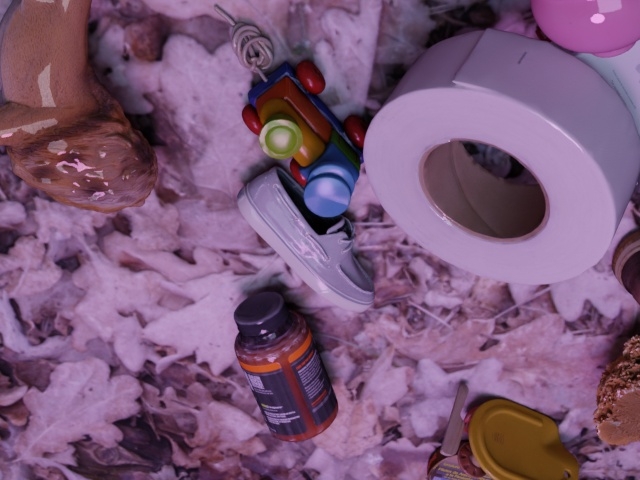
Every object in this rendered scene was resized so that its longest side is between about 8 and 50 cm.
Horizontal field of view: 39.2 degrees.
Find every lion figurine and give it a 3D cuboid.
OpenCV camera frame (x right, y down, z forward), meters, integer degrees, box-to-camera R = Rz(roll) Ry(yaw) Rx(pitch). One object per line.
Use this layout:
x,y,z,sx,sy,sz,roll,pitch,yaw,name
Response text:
-0.303,-0.211,0.976,0.240,0.142,0.392,0,116,-6,lion figurine

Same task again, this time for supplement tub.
-0.050,0.166,1.203,0.106,0.106,0.197,-14,119,10,supplement tub

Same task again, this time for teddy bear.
0.527,0.238,1.214,0.338,0.113,0.245,4,114,1,teddy bear

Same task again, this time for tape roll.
0.192,-0.083,0.974,0.286,0.100,0.286,24,146,17,tape roll

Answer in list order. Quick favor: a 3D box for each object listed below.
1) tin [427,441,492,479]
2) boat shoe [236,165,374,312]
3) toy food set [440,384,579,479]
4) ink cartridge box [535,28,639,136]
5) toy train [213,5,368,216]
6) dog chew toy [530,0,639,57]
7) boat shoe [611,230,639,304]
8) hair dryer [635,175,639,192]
0.252,0.357,1.344,0.190,0.040,0.106,15,124,-7,tin
0.000,-0.001,1.119,0.081,0.079,0.227,-38,109,26,boat shoe
0.256,0.298,1.275,0.218,0.128,0.071,25,142,-11,toy food set
0.346,-0.206,0.958,0.176,0.128,0.127,-31,114,18,ink cartridge box
-0.047,-0.142,1.001,0.105,0.143,0.248,-35,113,20,toy train
0.224,-0.310,0.780,0.207,0.206,0.331,-18,126,12,dog chew toy
0.539,0.083,1.123,0.342,0.123,0.123,17,119,-8,boat shoe
0.503,-0.110,0.984,0.294,0.080,0.223,-7,158,-28,hair dryer
